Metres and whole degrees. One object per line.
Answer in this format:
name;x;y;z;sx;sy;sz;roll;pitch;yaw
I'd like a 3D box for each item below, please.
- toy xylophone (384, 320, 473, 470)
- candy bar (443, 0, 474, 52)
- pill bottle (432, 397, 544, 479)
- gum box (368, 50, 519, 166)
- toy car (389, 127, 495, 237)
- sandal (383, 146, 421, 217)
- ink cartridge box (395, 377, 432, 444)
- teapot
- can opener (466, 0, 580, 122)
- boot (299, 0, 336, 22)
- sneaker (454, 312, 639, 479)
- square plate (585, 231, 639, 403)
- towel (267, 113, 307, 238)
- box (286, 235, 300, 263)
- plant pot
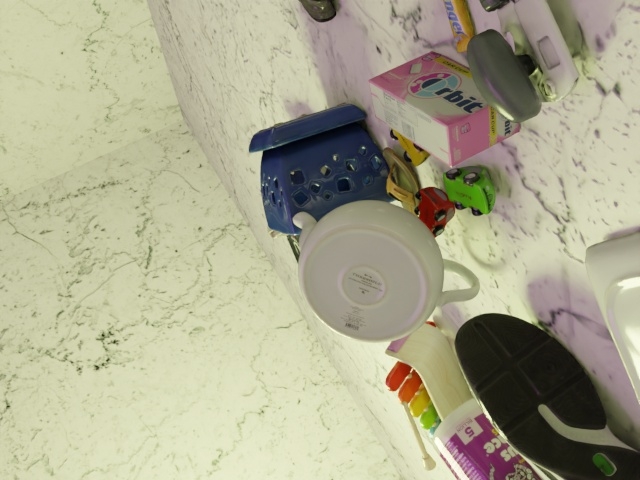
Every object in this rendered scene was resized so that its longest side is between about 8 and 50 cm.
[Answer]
toy xylophone;0.237;0.339;1.306;0.081;0.236;0.322;-2;116;45
candy bar;0.156;-0.307;0.727;0.161;0.018;0.040;66;166;-19
pill bottle;0.366;0.460;1.145;0.301;0.169;0.169;51;163;37
gum box;0.155;-0.180;0.787;0.188;0.107;0.062;47;160;46
toy car;0.200;-0.092;0.916;0.225;0.053;0.238;36;151;61
sandal;0.151;-0.087;1.112;0.072;0.049;0.180;36;152;61
ink cartridge box;0.292;0.466;1.615;0.139;0.082;0.191;67;167;-19
teapot;0.097;0.035;1.007;0.256;0.253;0.187;58;-154;-11
can opener;0.169;-0.259;0.605;0.283;0.095;0.076;62;166;-4
boot;-0.057;-0.495;1.023;0.246;0.084;0.161;59;172;19
sneaker;0.357;0.334;0.925;0.447;0.169;0.257;51;161;30
square plate;0.393;0.140;0.533;0.347;0.049;0.343;134;118;-74
towel;-0.081;-0.153;1.494;0.187;0.049;0.282;-23;64;57
box;0.000;0.000;1.642;0.165;0.143;0.270;38;154;59
plant pot;-0.010;-0.149;1.219;0.236;0.236;0.212;15;125;71
